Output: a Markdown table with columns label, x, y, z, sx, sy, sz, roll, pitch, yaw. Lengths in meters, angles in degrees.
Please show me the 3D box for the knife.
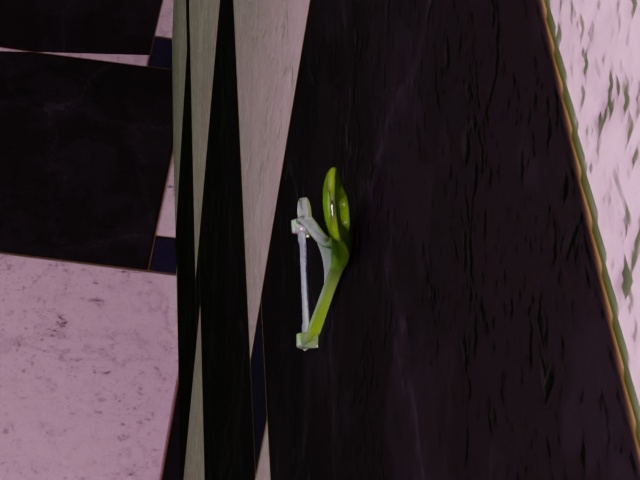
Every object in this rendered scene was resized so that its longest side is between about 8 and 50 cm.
| label | x | y | z | sx | sy | sz | roll | pitch | yaw |
| --- | --- | --- | --- | --- | --- | --- | --- | --- | --- |
| knife | 0.003 | 0.000 | 0.621 | 0.166 | 0.022 | 0.078 | 114 | 149 | -74 |
